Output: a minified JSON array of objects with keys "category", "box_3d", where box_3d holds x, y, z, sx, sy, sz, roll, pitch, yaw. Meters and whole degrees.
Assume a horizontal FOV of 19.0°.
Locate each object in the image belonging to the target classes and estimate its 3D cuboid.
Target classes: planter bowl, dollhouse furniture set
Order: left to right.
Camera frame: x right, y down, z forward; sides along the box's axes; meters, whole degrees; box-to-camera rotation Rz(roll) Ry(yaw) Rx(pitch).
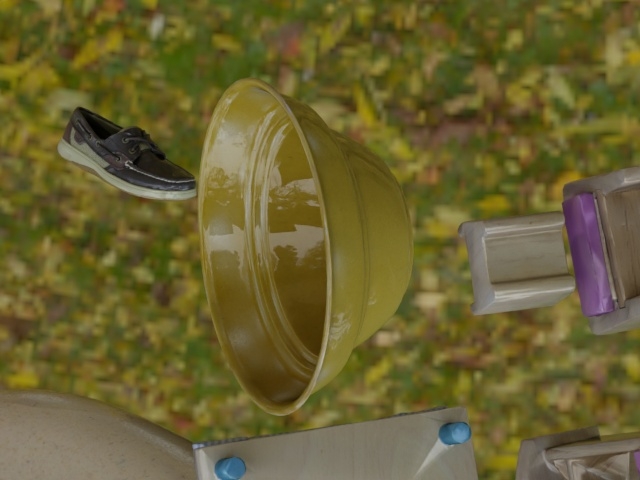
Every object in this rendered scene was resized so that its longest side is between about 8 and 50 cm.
[{"category":"planter bowl","box_3d":[0.000,0.000,1.236,0.090,0.217,0.217,-6,153,-23]},{"category":"dollhouse furniture set","box_3d":[0.041,0.131,0.932,0.303,0.286,0.198,-9,174,-18]}]

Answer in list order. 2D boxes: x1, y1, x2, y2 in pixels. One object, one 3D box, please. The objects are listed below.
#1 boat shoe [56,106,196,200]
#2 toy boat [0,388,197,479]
[{"category":"boat shoe","box_3d":[-0.166,-0.074,1.631,0.152,0.049,0.056,22,-160,31]},{"category":"toy boat","box_3d":[-0.167,0.225,0.949,0.268,0.318,0.148,22,150,23]}]
